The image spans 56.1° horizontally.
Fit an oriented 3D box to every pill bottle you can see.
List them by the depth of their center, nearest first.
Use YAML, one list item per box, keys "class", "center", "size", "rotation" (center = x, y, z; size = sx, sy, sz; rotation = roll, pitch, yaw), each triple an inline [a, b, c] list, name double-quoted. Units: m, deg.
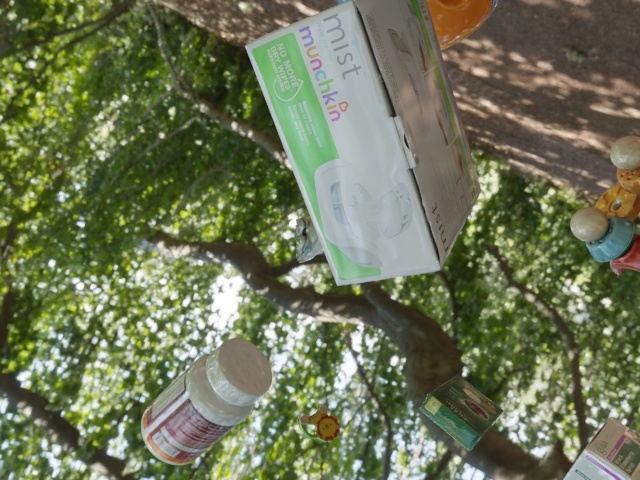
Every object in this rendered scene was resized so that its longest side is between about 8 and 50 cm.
- class: "pill bottle"
  center: [-0.181, 0.256, 0.956]
  size: [0.121, 0.221, 0.121]
  rotation: [33, -149, -23]

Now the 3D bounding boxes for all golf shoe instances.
- class: "golf shoe"
  center: [0.000, 0.000, 0.990]
  size: [0.086, 0.069, 0.176]
  rotation: [-4, 178, -4]

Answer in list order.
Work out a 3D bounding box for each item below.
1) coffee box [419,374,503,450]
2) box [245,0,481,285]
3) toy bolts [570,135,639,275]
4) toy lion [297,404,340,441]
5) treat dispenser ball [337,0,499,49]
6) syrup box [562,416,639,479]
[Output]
- class: "coffee box"
  center: [0.262, 0.310, 1.100]
  size: [0.113, 0.040, 0.184]
  rotation: [37, -164, 22]
- class: "box"
  center: [0.068, -0.120, 0.652]
  size: [0.127, 0.261, 0.231]
  rotation: [-11, -161, 30]
- class: "toy bolts"
  center: [0.521, -0.062, 1.074]
  size: [0.159, 0.228, 0.218]
  rotation: [30, 164, -14]
- class: "toy lion"
  center: [0.000, 0.493, 1.594]
  size: [0.096, 0.100, 0.034]
  rotation: [62, 152, 13]
- class: "treat dispenser ball"
  center: [0.158, -0.447, 0.955]
  size: [0.288, 0.288, 0.288]
  rotation: [23, -178, -1]
- class: "syrup box"
  center: [0.480, 0.425, 1.042]
  size: [0.096, 0.236, 0.093]
  rotation: [36, -132, 29]
